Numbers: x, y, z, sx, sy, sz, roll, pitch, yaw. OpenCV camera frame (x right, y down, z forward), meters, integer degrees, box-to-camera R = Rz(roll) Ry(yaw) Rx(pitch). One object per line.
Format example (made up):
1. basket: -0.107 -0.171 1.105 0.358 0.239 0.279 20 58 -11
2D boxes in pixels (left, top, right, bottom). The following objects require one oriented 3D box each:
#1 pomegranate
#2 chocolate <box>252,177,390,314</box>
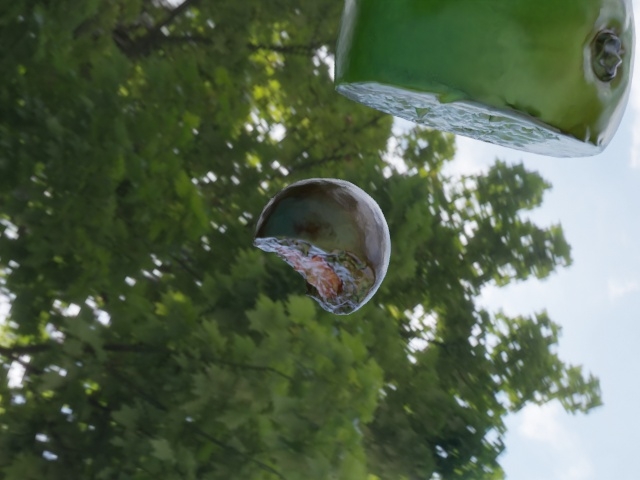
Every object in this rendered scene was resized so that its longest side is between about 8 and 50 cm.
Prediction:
1. pomegranate: 0.111 -0.144 0.797 0.190 0.241 0.159 14 -93 1
2. chocolate: 0.000 0.000 1.147 0.124 0.133 0.127 -10 -112 12
